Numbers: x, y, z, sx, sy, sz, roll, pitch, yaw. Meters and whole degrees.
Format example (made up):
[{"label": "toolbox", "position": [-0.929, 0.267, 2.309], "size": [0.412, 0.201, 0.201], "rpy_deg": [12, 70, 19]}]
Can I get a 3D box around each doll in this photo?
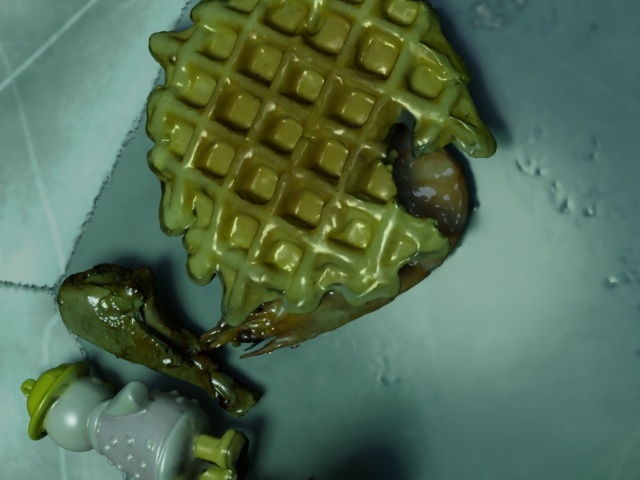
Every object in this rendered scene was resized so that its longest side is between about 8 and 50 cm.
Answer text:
[{"label": "doll", "position": [-0.154, 0.151, 0.765], "size": [0.207, 0.081, 0.129], "rpy_deg": [17, 135, 19]}]

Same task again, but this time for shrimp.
[{"label": "shrimp", "position": [-0.001, 0.001, 0.710], "size": [0.236, 0.053, 0.133], "rpy_deg": [-35, 88, 15]}]

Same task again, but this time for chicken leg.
[{"label": "chicken leg", "position": [-0.122, 0.078, 0.749], "size": [0.178, 0.070, 0.093], "rpy_deg": [39, 147, -1]}]

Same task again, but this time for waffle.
[{"label": "waffle", "position": [-0.014, -0.074, 0.680], "size": [0.250, 0.056, 0.261], "rpy_deg": [-22, 79, 15]}]

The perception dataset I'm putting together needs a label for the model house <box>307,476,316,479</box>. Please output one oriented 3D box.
[{"label": "model house", "position": [-0.061, 0.289, 0.717], "size": [0.207, 0.154, 0.294], "rpy_deg": [-29, 121, -19]}]
